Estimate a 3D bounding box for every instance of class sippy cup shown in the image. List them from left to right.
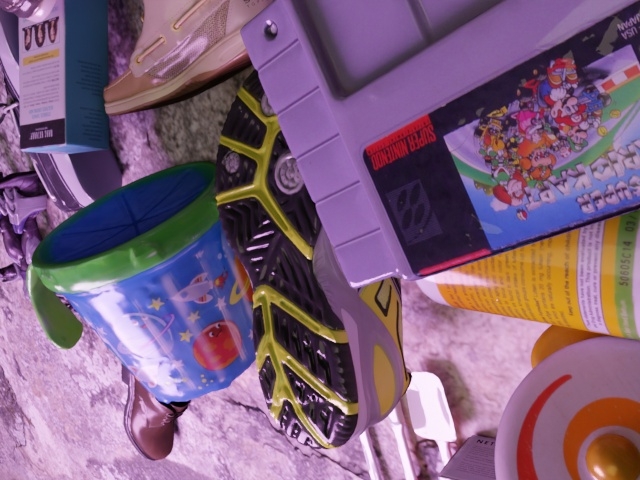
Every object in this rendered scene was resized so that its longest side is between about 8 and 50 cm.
[{"bbox_3d":[-0.176,0.058,0.802,0.305,0.240,0.224,6,127,47],"label":"sippy cup"}]

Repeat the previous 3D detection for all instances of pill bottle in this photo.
[{"bbox_3d":[0.155,-0.007,0.545,0.245,0.136,0.136,7,117,36],"label":"pill bottle"}]

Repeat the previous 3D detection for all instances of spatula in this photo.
[{"bbox_3d":[0.102,0.257,0.799,0.168,0.019,0.242,-5,106,42],"label":"spatula"}]

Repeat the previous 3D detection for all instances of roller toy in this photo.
[{"bbox_3d":[0.239,0.173,0.515,0.191,0.146,0.209,9,73,41],"label":"roller toy"}]

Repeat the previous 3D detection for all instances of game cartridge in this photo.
[{"bbox_3d":[0.110,-0.112,0.410,0.355,0.068,0.230,-24,86,43],"label":"game cartridge"}]

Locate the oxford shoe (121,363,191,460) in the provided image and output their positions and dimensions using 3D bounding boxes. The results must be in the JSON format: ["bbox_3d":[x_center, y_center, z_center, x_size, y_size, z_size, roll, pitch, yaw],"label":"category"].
[{"bbox_3d":[-0.249,0.262,1.052,0.096,0.083,0.227,17,123,26],"label":"oxford shoe"}]

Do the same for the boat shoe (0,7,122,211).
[{"bbox_3d":[-0.368,-0.182,0.895,0.105,0.113,0.306,-8,117,26],"label":"boat shoe"}]

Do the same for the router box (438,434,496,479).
[{"bbox_3d":[0.298,0.363,0.646,0.335,0.082,0.301,0,108,39],"label":"router box"}]

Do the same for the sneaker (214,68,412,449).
[{"bbox_3d":[0.000,0.000,0.682,0.145,0.147,0.385,-7,89,39],"label":"sneaker"}]

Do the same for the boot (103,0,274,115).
[{"bbox_3d":[-0.168,-0.253,0.706,0.262,0.095,0.203,-15,103,41],"label":"boot"}]

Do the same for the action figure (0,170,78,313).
[{"bbox_3d":[-0.478,0.030,1.107,0.185,0.099,0.285,2,117,33],"label":"action figure"}]

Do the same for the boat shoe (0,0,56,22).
[{"bbox_3d":[-0.386,-0.363,0.762,0.112,0.095,0.335,-51,55,17],"label":"boat shoe"}]

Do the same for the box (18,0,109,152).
[{"bbox_3d":[-0.301,-0.227,0.796,0.100,0.060,0.244,2,92,38],"label":"box"}]
